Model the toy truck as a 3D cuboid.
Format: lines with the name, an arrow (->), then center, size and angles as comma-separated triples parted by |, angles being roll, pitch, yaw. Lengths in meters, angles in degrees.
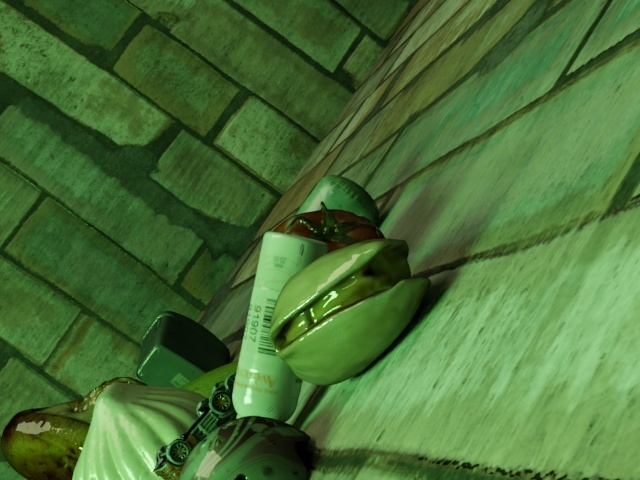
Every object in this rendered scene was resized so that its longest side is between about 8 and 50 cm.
toy truck -> -0.137, 0.262, 1.379 | 0.192, 0.092, 0.083 | -49, 5, -27

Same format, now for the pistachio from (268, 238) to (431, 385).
pistachio -> 0.025, 0.075, 1.076 | 0.152, 0.126, 0.223 | -13, -23, -37

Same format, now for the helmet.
helmet -> -0.093, 0.251, 1.074 | 0.153, 0.107, 0.177 | -56, 7, 10

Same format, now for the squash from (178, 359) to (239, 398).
squash -> -0.204, 0.265, 1.793 | 0.184, 0.085, 0.192 | -57, 9, -16

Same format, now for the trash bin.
trash bin -> -0.273, 0.238, 2.010 | 0.101, 0.177, 0.236 | -52, 10, 9

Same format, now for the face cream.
face cream -> -0.053, 0.126, 1.196 | 0.082, 0.082, 0.268 | 172, 109, -80

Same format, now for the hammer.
hammer -> 0.000, 0.000, 1.684 | 0.206, 0.119, 0.335 | -54, 1, -1

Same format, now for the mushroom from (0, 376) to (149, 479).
mushroom -> -0.472, 0.397, 2.109 | 0.345, 0.346, 0.259 | 171, 110, -80

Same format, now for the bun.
bun -> -0.273, 0.294, 1.498 | 0.263, 0.175, 0.263 | -33, 3, 2

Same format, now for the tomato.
tomato -> 0.002, 0.037, 1.323 | 0.167, 0.167, 0.167 | -53, 7, 10
